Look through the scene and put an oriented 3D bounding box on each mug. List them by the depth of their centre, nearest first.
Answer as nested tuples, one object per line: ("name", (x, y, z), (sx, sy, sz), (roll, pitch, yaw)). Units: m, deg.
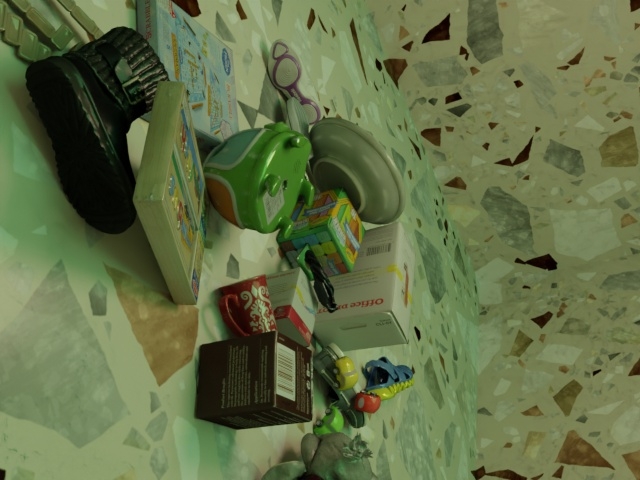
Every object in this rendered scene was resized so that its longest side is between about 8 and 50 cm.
("mug", (-0.179, 0.181, 1.534), (0.150, 0.113, 0.169), (-17, 90, -33))

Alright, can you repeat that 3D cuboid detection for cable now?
("cable", (0.007, 0.109, 1.757), (0.185, 0.047, 0.150), (66, 8, 6))

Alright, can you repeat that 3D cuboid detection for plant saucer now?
("plant saucer", (0.084, -0.193, 2.025), (0.100, 0.400, 0.401), (-42, 121, -27))

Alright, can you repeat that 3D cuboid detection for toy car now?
("toy car", (0.071, 0.482, 1.843), (0.225, 0.053, 0.239), (-48, 122, -22))

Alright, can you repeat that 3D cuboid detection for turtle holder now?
("turtle holder", (-0.147, -0.178, 1.549), (0.243, 0.227, 0.320), (48, 58, -66))

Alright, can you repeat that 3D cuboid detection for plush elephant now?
("plush elephant", (0.003, 0.612, 1.558), (0.272, 0.255, 0.330), (43, -25, 21))

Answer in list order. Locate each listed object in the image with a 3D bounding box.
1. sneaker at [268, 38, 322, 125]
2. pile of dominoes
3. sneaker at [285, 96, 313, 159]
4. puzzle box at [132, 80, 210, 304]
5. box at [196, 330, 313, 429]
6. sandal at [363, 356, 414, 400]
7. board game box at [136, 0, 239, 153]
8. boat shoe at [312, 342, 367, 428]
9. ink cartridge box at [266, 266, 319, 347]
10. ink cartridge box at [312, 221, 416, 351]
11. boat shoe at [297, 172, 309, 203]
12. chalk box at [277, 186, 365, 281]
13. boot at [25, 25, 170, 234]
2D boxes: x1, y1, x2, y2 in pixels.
("sneaker", (-0.090, -0.533, 2.136), (0.152, 0.114, 0.305), (-94, 162, -53))
("pile of dominoes", (-0.510, -0.382, 1.218), (0.251, 0.040, 0.196), (48, 42, -35))
("sneaker", (-0.090, -0.346, 2.027), (0.094, 0.091, 0.258), (38, 35, -45))
("puzzle box", (-0.283, -0.076, 1.279), (0.409, 0.052, 0.272), (93, -1, -60))
("box", (-0.142, 0.314, 1.418), (0.167, 0.203, 0.169), (41, 42, -53))
("sandal", (0.242, 0.474, 2.271), (0.317, 0.126, 0.138), (2, 72, -66))
("board game box", (-0.319, -0.396, 1.582), (0.318, 0.065, 0.319), (25, 55, -60))
("boat shoe", (0.053, 0.456, 1.936), (0.099, 0.116, 0.320), (-30, 119, -20))
("ink cartridge box", (-0.093, 0.182, 1.684), (0.127, 0.128, 0.176), (58, 30, -35))
("ink cartridge box", (0.138, 0.150, 2.026), (0.160, 0.279, 0.385), (60, 29, -35))
("boat shoe", (-0.107, -0.221, 1.914), (0.255, 0.095, 0.079), (69, 23, -12))
("chalk box", (0.000, 0.000, 1.924), (0.180, 0.179, 0.289), (62, 27, -27))
("boot", (-0.379, -0.214, 1.218), (0.260, 0.131, 0.348), (-54, 138, -57))
